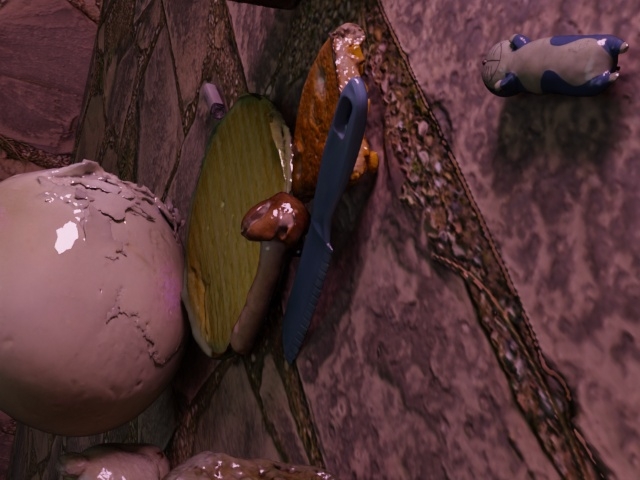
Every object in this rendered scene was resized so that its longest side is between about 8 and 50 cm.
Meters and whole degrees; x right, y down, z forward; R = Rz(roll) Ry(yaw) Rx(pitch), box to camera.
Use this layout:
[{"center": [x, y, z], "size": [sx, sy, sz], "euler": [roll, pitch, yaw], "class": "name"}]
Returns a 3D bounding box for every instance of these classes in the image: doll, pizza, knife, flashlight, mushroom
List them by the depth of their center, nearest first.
[{"center": [0.130, -0.100, 0.510], "size": [0.125, 0.027, 0.037], "euler": [21, 94, 67], "class": "doll"}, {"center": [0.000, 0.000, 0.742], "size": [0.044, 0.019, 0.313], "euler": [57, 147, 35], "class": "knife"}, {"center": [0.015, -0.092, 0.754], "size": [0.131, 0.041, 0.178], "euler": [-132, 47, -56], "class": "pizza"}, {"center": [-0.059, 0.038, 0.822], "size": [0.060, 0.061, 0.187], "euler": [-93, 21, -57], "class": "mushroom"}, {"center": [-0.260, 0.365, 1.178], "size": [0.149, 0.175, 0.278], "euler": [-50, -13, -42], "class": "doll"}, {"center": [-0.142, -0.186, 1.198], "size": [0.083, 0.018, 0.018], "euler": [-117, 42, -55], "class": "flashlight"}]

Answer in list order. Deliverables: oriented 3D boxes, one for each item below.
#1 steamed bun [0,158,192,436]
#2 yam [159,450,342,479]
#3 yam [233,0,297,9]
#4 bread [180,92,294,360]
[{"center": [-0.279, 0.075, 1.106], "size": [0.233, 0.334, 0.312], "euler": [-22, 65, 27], "class": "steamed bun"}, {"center": [-0.080, 0.278, 0.669], "size": [0.300, 0.195, 0.195], "euler": [128, 144, -50], "class": "yam"}, {"center": [-0.088, -0.291, 0.952], "size": [0.079, 0.141, 0.079], "euler": [-173, 90, -67], "class": "yam"}, {"center": [-0.090, -0.021, 0.982], "size": [0.301, 0.045, 0.301], "euler": [-29, 57, 59], "class": "bread"}]
